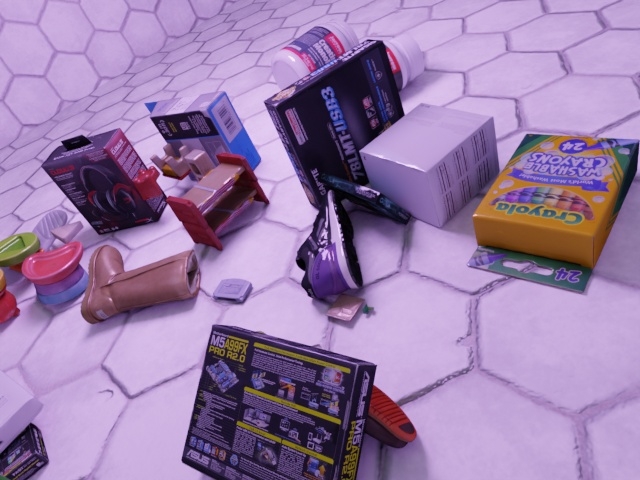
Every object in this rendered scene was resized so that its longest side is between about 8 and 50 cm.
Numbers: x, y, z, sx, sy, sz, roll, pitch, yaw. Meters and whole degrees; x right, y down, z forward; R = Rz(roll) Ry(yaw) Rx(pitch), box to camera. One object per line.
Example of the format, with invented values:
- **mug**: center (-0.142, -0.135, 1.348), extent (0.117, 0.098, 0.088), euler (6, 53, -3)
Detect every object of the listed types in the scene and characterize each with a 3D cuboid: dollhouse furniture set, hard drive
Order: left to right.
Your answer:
- **hard drive**: center (-0.697, 0.364, 0.969), extent (0.308, 0.040, 0.203), euler (3, 44, 43)
- **dollhouse furniture set**: center (-0.346, -0.128, 1.301), extent (0.374, 0.152, 0.201), euler (16, 53, 40)

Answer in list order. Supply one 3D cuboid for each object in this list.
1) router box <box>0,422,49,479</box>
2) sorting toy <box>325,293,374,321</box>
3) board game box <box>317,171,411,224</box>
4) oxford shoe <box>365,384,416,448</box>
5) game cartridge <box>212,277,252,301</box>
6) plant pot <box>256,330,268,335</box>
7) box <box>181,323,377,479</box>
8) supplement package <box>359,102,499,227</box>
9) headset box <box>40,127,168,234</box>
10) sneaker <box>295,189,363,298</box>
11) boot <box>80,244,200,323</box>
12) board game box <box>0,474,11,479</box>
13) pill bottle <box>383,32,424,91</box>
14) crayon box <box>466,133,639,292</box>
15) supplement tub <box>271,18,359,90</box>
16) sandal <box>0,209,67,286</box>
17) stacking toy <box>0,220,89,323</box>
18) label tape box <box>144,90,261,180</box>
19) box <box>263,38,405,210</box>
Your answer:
- **router box**: center (-0.568, 0.409, 0.886), extent (0.122, 0.038, 0.092), euler (-39, 39, -17)
- **sorting toy**: center (0.057, 0.128, 0.901), extent (0.083, 0.012, 0.062), euler (10, 45, 40)
- **board game box**: center (0.093, -0.094, 1.053), extent (0.186, 0.126, 0.026), euler (28, 91, 45)
- **oxford shoe**: center (0.017, 0.251, 0.742), extent (0.272, 0.097, 0.098), euler (22, 90, 35)
- **game cartridge**: center (-0.190, 0.107, 1.056), extent (0.084, 0.017, 0.055), euler (2, 49, 30)
- **plant pot**: center (-0.124, 0.204, 0.865), extent (0.083, 0.083, 0.079), euler (13, 40, 38)
- **box**: center (-0.067, 0.253, 0.700), extent (0.270, 0.060, 0.216), euler (6, 81, 33)
- **supplement package**: center (0.235, -0.167, 1.039), extent (0.203, 0.149, 0.194), euler (-40, 41, -19)
- **headset box**: center (-0.611, -0.172, 1.379), extent (0.218, 0.293, 0.110), euler (-11, 40, 16)
- **sneaker**: center (0.000, 0.000, 1.012), extent (0.124, 0.107, 0.283), euler (-22, 37, 14)
- **boot**: center (-0.419, 0.075, 1.163), extent (0.270, 0.089, 0.236), euler (-18, 51, 10)
- **board game box**: center (-0.526, 0.440, 0.666), extent (0.317, 0.242, 0.064), euler (-23, 38, 3)
- **pill bottle**: center (0.156, -0.492, 1.449), extent (0.283, 0.161, 0.161), euler (-31, 39, -8)
- **crayon box**: center (0.421, -0.070, 0.882), extent (0.203, 0.083, 0.323), euler (14, 53, 39)
- **supplement tub**: center (-0.014, -0.613, 1.655), extent (0.272, 0.191, 0.191), euler (-43, 42, -21)
- **sandal**: center (-0.825, 0.033, 1.428), extent (0.102, 0.076, 0.265), euler (26, 70, 19)
- **stacking toy**: center (-0.767, 0.091, 1.313), extent (0.309, 0.130, 0.279), euler (-13, 35, -3)
- **label tape box**: center (-0.377, -0.299, 1.447), extent (0.334, 0.240, 0.105), euler (2, 47, 31)
- **box**: center (0.057, -0.260, 1.125), extent (0.293, 0.295, 0.073), euler (-35, 37, -14)
